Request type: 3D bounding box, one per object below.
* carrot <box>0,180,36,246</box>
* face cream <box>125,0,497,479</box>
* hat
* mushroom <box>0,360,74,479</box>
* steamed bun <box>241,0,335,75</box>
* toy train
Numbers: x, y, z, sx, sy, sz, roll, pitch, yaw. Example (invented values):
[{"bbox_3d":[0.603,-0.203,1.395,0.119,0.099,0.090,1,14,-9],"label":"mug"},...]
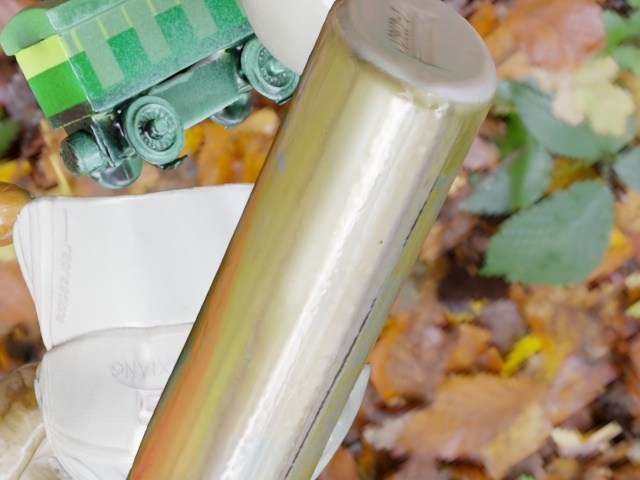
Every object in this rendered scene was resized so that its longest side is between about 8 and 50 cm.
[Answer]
[{"bbox_3d":[-0.371,-0.019,1.435,0.271,0.062,0.066,-1,152,7],"label":"carrot"},{"bbox_3d":[-0.019,0.046,0.632,0.067,0.139,0.285,23,111,-4],"label":"face cream"},{"bbox_3d":[-0.086,0.073,0.996,0.219,0.164,0.226,-4,149,6],"label":"hat"},{"bbox_3d":[-0.243,0.233,1.316,0.278,0.146,0.278,-28,128,-43],"label":"mushroom"},{"bbox_3d":[0.015,-0.280,1.451,0.177,0.283,0.283,15,132,2],"label":"steamed bun"},{"bbox_3d":[-0.153,-0.178,1.589,0.301,0.202,0.120,-34,-167,-37],"label":"toy train"}]
